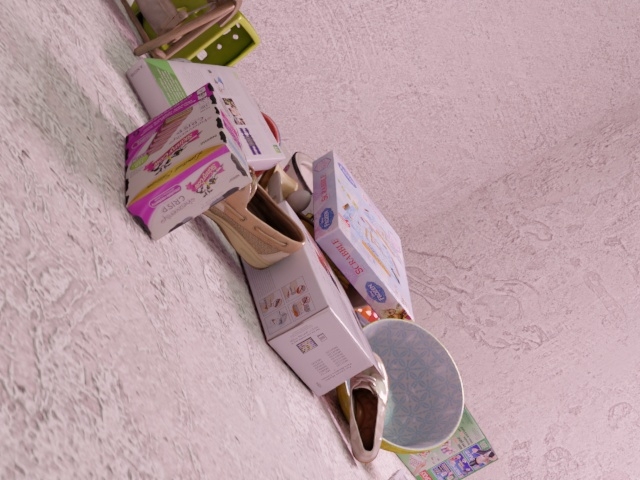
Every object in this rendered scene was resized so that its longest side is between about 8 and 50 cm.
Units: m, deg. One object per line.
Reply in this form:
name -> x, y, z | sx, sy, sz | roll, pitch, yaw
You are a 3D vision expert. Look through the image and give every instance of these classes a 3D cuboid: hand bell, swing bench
hand bell -> -0.042, -0.106, 2.121 | 0.242, 0.126, 0.126 | 27, 16, -17
swing bench -> -0.327, -0.551, 1.714 | 0.253, 0.254, 0.165 | 60, 5, -2

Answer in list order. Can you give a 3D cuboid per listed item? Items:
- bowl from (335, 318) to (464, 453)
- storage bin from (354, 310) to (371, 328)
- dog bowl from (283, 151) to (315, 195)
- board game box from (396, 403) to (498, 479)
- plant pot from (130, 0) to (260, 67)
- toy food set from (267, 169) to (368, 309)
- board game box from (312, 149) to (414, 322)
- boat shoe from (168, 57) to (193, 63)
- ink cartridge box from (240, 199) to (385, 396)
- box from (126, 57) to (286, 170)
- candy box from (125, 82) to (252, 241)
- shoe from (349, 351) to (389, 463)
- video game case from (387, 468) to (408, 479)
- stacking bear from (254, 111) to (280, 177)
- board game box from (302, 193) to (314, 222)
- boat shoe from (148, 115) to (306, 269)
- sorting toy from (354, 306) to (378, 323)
bowl -> 0.142, 0.325, 1.719 | 0.290, 0.289, 0.156 | 61, -37, 13
storage bin -> 0.078, 0.243, 1.941 | 0.091, 0.135, 0.098 | 45, 10, -21
dog bowl -> 0.003, -0.058, 2.377 | 0.408, 0.150, 0.408 | 48, 14, -16
board game box -> 0.318, 0.533, 2.097 | 0.317, 0.213, 0.046 | 56, 7, -41
plant pot -> -0.306, -0.510, 1.925 | 0.207, 0.228, 0.227 | 53, 5, 5
toy food set -> 0.000, 0.000, 1.811 | 0.306, 0.092, 0.220 | 38, 28, -34
board game box -> 0.094, -0.002, 1.851 | 0.319, 0.065, 0.318 | 51, 21, -30
boat shoe -> -0.258, -0.257, 1.688 | 0.088, 0.096, 0.268 | -33, 100, -59
ink cartridge box -> -0.023, 0.126, 1.554 | 0.272, 0.130, 0.309 | 55, 8, -42
box -> -0.215, -0.240, 1.588 | 0.232, 0.058, 0.322 | 61, 25, 7
candy box -> -0.193, -0.118, 1.142 | 0.071, 0.159, 0.233 | 55, 7, -33
shoe -> 0.093, 0.312, 1.549 | 0.058, 0.076, 0.219 | 82, 10, -62
video game case -> 0.209, 0.597, 1.762 | 0.190, 0.022, 0.173 | 61, 6, 13
stacking bear -> -0.181, -0.247, 2.041 | 0.175, 0.164, 0.289 | 59, 1, -6
board game box -> 0.012, 0.040, 2.021 | 0.305, 0.193, 0.053 | 62, 6, 17
boat shoe -> -0.155, -0.094, 1.373 | 0.341, 0.110, 0.122 | 47, 32, -31
sorting toy -> 0.071, 0.138, 2.647 | 0.126, 0.127, 0.366 | 27, 28, -39
